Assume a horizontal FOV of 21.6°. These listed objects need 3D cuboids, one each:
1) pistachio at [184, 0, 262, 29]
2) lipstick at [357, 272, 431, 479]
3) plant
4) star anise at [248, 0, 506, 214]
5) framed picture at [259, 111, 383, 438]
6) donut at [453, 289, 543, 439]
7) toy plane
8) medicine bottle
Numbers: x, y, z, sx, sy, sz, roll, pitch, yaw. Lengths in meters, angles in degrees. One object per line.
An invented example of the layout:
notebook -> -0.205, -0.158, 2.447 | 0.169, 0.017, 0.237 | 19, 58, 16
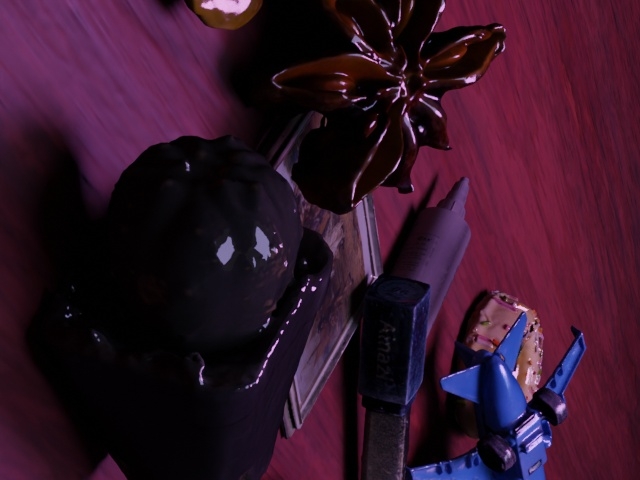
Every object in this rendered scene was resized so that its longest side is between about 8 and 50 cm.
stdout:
pistachio -> -0.074, -0.208, 1.053 | 0.089, 0.049, 0.173 | -45, 147, -19
lipstick -> 0.059, 0.182, 1.534 | 0.051, 0.051, 0.312 | -52, 150, -58
plant -> -0.081, 0.050, 1.036 | 0.164, 0.141, 0.256 | -53, 157, -48
star anise -> 0.037, -0.122, 1.253 | 0.220, 0.125, 0.190 | -29, 99, -35
framed picture -> 0.000, 0.000, 1.371 | 0.274, 0.017, 0.217 | 80, 30, -42
donut -> 0.201, 0.142, 1.862 | 0.174, 0.068, 0.175 | 11, 90, -68
toy plane -> 0.199, 0.208, 1.756 | 0.254, 0.105, 0.271 | -36, 124, -22
medicine bottle -> 0.106, 0.011, 1.584 | 0.058, 0.057, 0.199 | 76, 31, -45
